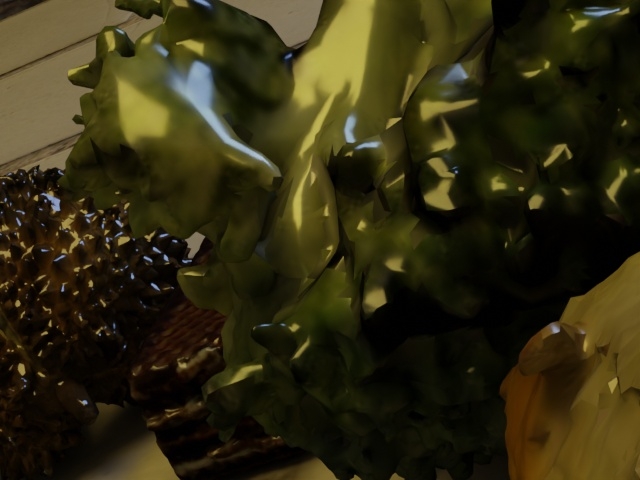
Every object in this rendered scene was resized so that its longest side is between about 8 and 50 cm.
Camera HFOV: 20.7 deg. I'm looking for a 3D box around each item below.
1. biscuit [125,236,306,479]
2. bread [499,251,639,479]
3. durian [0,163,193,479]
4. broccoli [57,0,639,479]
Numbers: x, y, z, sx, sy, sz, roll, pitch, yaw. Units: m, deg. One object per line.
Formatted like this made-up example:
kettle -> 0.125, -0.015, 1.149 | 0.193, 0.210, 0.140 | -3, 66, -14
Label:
biscuit -> 0.000, 0.000, 0.978 | 0.107, 0.073, 0.388 | -19, 20, 18
bread -> 0.171, 0.083, 0.360 | 0.236, 0.165, 0.375 | -21, 18, 3
durian -> -0.149, 0.048, 0.956 | 0.196, 0.167, 0.196 | -31, 37, 27
broccoli -> 0.084, -0.068, 0.677 | 0.293, 0.281, 0.348 | -33, -6, 16
